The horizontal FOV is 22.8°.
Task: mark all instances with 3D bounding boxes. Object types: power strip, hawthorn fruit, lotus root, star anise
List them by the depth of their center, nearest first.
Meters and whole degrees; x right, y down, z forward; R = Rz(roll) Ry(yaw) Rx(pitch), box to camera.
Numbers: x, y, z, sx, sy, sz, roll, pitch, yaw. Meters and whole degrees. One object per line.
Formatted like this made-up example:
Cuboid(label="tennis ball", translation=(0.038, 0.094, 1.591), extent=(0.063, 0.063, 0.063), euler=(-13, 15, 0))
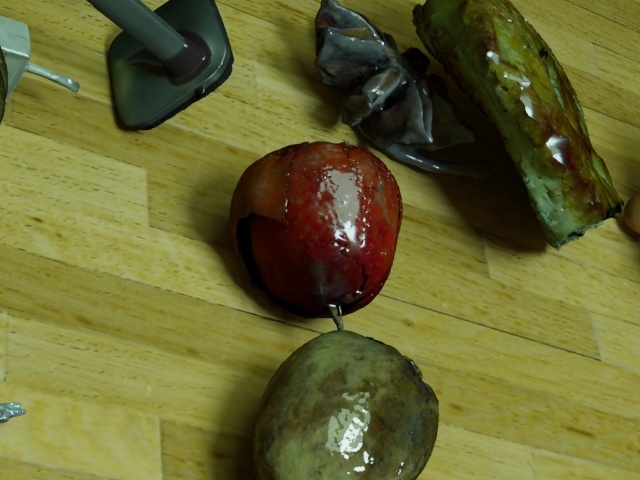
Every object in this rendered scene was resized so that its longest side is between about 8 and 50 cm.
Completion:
Cuboid(label="lotus root", translation=(0.012, 0.152, 1.205), extent=(0.138, 0.138, 0.214), euler=(43, 39, -1))
Cuboid(label="power strip", translation=(-0.273, -0.144, 1.266), extent=(0.175, 0.075, 0.042), euler=(13, 46, -31))
Cuboid(label="hawthorn fruit", translation=(0.000, 0.000, 1.324), extent=(0.148, 0.148, 0.172), euler=(5, 65, -38))
Cuboid(label="star anise", translation=(0.067, -0.141, 1.543), extent=(0.231, 0.089, 0.209), euler=(56, 26, 8))

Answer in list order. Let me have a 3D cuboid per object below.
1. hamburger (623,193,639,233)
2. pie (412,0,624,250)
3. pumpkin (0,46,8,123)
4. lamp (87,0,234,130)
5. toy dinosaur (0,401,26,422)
Cuboid(label="hamburger", translation=(0.466, -0.035, 1.671), extent=(0.237, 0.276, 0.276), euler=(11, 48, -20))
Cuboid(label="pie", translation=(0.198, -0.134, 1.568), extent=(0.288, 0.103, 0.354), euler=(58, 14, 1))
Cuboid(label="pumpkin", translation=(-0.353, -0.085, 1.123), extent=(0.248, 0.126, 0.131), euler=(13, 53, -6))
Cuboid(label="lamp", translation=(-0.230, -0.200, 1.319), extent=(0.283, 0.203, 0.124), euler=(44, 23, -33))
Cuboid(label="toy dinosaur", translation=(-0.286, 0.124, 1.043), extent=(0.209, 0.039, 0.082), euler=(2, 56, -38))
